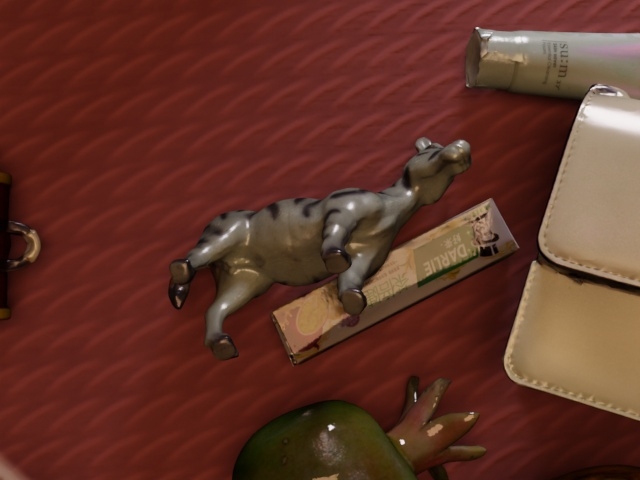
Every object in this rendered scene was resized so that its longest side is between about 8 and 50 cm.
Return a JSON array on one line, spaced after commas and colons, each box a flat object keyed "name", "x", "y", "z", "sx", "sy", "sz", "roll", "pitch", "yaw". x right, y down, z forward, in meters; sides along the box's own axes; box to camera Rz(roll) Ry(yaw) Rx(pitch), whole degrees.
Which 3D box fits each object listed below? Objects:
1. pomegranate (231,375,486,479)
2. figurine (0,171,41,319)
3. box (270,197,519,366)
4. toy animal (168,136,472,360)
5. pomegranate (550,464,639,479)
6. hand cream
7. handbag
[{"name": "pomegranate", "x": 0.031, "y": 0.181, "z": 0.816, "sx": 0.191, "sy": 0.131, "sz": 0.152, "roll": -35, "pitch": 83, "yaw": -26}, {"name": "figurine", "x": -0.269, "y": -0.008, "z": 0.833, "sx": 0.098, "sy": 0.082, "sz": 0.154, "roll": 2, "pitch": 86, "yaw": -16}, {"name": "box", "x": 0.059, "y": 0.034, "z": 0.859, "sx": 0.207, "sy": 0.041, "sz": 0.050, "roll": -27, "pitch": 86, "yaw": -4}, {"name": "toy animal", "x": 0.006, "y": 0.004, "z": 0.799, "sx": 0.255, "sy": 0.170, "sz": 0.090, "roll": -17, "pitch": 109, "yaw": -4}, {"name": "pomegranate", "x": 0.214, "y": 0.300, "z": 0.736, "sx": 0.307, "sy": 0.307, "sz": 0.307, "roll": 0, "pitch": 87, "yaw": -3}, {"name": "hand cream", "x": 0.223, "y": -0.142, "z": 0.874, "sx": 0.205, "sy": 0.050, "sz": 0.078, "roll": 3, "pitch": 87, "yaw": -7}, {"name": "handbag", "x": 0.335, "y": 0.042, "z": 0.761, "sx": 0.358, "sy": 0.160, "sz": 0.237, "roll": 16, "pitch": 84, "yaw": 19}]
